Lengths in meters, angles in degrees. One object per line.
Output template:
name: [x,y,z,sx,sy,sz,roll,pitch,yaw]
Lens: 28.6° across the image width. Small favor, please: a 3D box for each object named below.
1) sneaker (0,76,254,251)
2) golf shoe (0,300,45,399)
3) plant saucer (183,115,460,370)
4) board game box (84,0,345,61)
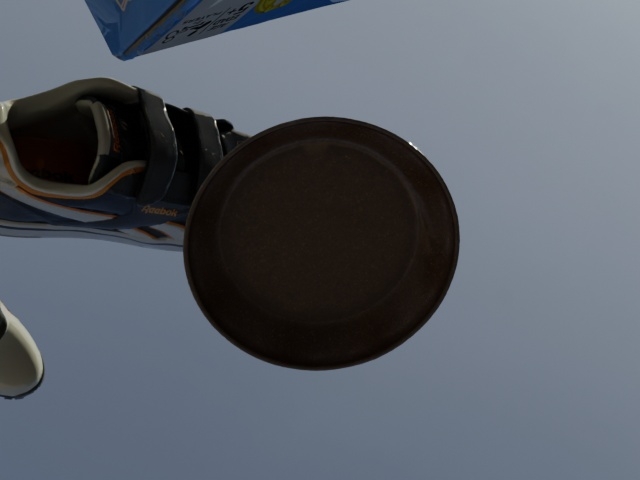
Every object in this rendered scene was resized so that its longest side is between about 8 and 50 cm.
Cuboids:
sneaker: [-0.157,-0.066,1.124,0.321,0.127,0.126,-3,-118,-27]
golf shoe: [-0.425,0.087,1.482,0.105,0.120,0.273,-47,-71,-23]
plant saucer: [0.000,0.000,0.910,0.198,0.199,0.036,-5,-156,-4]
board game box: [0.000,-0.241,0.425,0.302,0.086,0.308,-23,-96,-42]
